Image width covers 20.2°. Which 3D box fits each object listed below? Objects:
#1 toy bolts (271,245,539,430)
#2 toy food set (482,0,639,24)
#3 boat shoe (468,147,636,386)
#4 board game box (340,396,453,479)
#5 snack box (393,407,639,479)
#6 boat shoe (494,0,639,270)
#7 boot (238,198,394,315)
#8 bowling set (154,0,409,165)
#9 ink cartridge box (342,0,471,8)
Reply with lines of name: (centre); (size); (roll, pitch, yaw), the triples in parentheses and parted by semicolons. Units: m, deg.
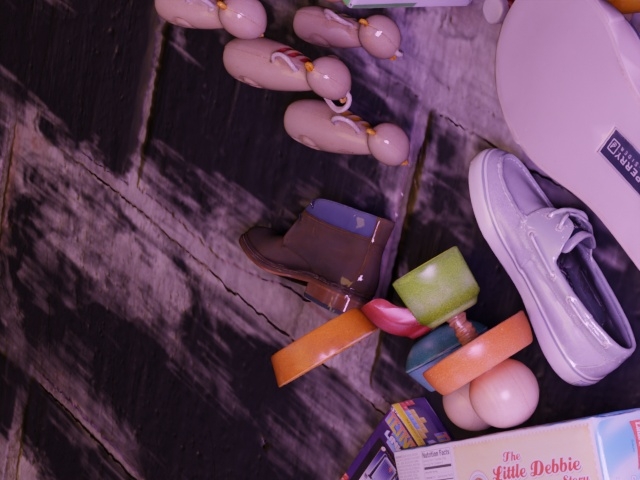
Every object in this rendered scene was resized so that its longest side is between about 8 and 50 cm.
toy bolts: (0.091, 0.118, 1.608); (0.218, 0.228, 0.158); (-31, 86, 7)
toy food set: (0.184, -0.239, 1.509); (0.232, 0.104, 0.111); (51, 133, 34)
boat shoe: (0.208, 0.011, 1.560); (0.081, 0.079, 0.227); (-35, 74, 40)
board game box: (0.099, 0.263, 1.761); (0.170, 0.048, 0.141); (57, 134, 28)
snack box: (0.178, 0.253, 1.532); (0.322, 0.060, 0.187); (-22, 76, 61)
boat shoe: (0.261, -0.061, 1.340); (0.127, 0.158, 0.340); (-52, 42, 25)
boot: (0.000, 0.000, 1.840); (0.219, 0.082, 0.106); (31, 98, 50)
bowling set: (0.001, -0.217, 1.702); (0.154, 0.287, 0.200); (18, 77, 43)
ink cartridge box: (0.042, -0.307, 1.642); (0.208, 0.153, 0.087); (51, 133, 32)
